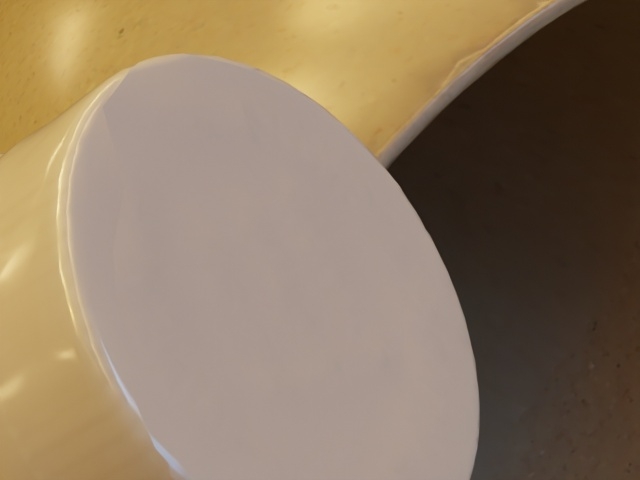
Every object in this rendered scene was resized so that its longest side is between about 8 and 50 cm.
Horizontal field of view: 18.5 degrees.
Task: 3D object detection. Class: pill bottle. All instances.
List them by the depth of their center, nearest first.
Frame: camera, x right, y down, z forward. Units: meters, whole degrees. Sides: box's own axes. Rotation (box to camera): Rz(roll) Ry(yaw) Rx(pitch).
[{"bbox_3d":[-0.080,0.056,0.409,0.221,0.121,0.121,-32,17,36],"label":"pill bottle"}]

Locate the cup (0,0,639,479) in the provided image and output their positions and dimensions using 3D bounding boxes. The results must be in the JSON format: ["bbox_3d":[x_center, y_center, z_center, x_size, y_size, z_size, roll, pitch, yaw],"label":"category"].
[{"bbox_3d":[0.000,0.000,0.696,0.331,0.331,0.237,-41,52,-17],"label":"cup"}]
